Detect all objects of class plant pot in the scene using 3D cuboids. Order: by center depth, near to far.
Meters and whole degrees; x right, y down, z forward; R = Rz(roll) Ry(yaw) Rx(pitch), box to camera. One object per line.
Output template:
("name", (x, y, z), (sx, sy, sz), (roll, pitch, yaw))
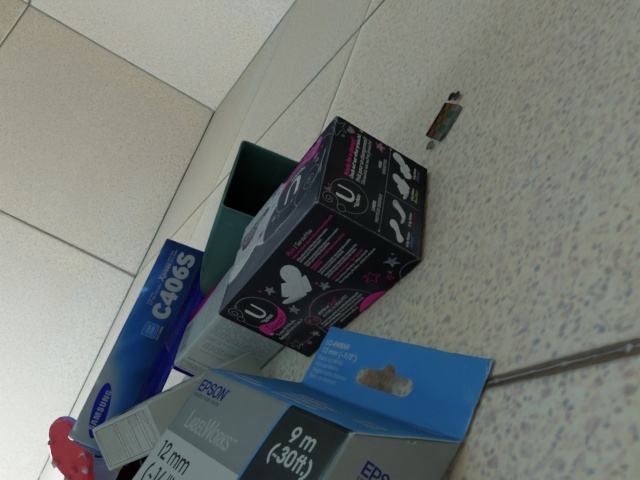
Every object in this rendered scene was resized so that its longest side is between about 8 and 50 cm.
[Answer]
("plant pot", (-0.102, 0.000, 1.188), (0.165, 0.166, 0.234), (-80, 17, -48))

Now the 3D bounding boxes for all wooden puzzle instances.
("wooden puzzle", (0.156, -0.151, 0.933), (0.083, 0.006, 0.049), (-59, 17, 6))

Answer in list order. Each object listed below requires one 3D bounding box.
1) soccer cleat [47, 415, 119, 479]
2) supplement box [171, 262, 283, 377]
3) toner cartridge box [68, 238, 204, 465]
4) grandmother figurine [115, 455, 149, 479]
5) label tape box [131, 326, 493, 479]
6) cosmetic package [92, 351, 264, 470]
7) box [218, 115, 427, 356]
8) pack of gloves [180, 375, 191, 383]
("soccer cleat", (-0.416, 0.411, 1.349), (0.083, 0.248, 0.095), (-16, 20, 16))
("supplement box", (-0.121, 0.124, 1.122), (0.220, 0.114, 0.111), (-48, 20, 41))
("toner cartridge box", (-0.286, 0.185, 1.222), (0.165, 0.075, 0.347), (101, -170, -66))
("grandmother figurine", (-0.317, 0.431, 1.232), (0.208, 0.104, 0.342), (-49, 22, 11))
("label tape box", (-0.044, 0.205, 0.621), (0.249, 0.115, 0.347), (3, 57, 57))
("cosmetic package", (-0.174, 0.214, 0.964), (0.099, 0.060, 0.239), (-26, -4, 25))
("box", (0.000, 0.000, 0.913), (0.247, 0.142, 0.163), (-45, 23, 41))
("pack of gloves", (-0.201, 0.241, 1.321), (0.232, 0.046, 0.195), (-48, 9, 35))
